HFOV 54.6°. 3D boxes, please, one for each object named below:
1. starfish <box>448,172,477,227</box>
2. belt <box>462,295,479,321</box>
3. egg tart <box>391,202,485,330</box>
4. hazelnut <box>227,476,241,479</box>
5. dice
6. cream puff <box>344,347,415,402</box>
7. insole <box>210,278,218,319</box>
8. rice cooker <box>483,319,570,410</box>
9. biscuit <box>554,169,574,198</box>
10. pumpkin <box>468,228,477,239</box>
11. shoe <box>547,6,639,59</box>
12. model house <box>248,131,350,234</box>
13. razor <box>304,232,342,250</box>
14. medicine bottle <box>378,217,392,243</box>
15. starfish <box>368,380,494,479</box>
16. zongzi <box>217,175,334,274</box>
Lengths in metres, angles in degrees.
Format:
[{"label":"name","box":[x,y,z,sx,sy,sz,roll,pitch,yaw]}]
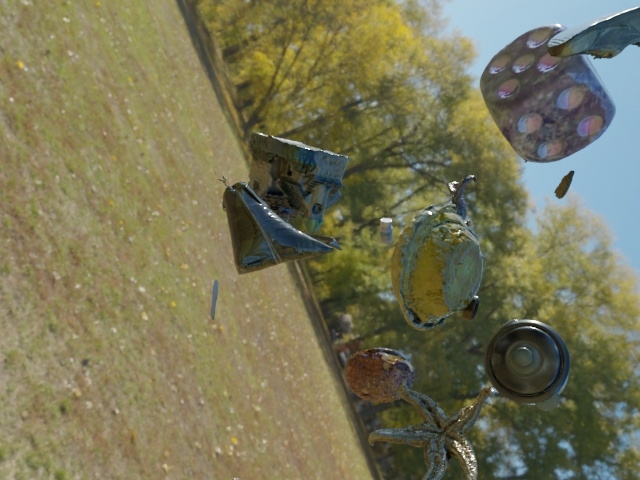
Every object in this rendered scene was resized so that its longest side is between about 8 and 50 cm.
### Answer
[{"label":"starfish","box":[0.560,-0.135,2.502,0.312,0.112,0.303,-68,160,-50]},{"label":"belt","box":[0.476,0.212,1.955,0.059,0.036,0.083,45,62,-58]},{"label":"egg tart","box":[0.361,0.083,1.830,0.168,0.388,0.388,11,-47,43]},{"label":"hazelnut","box":[-0.235,0.703,1.729,0.086,0.086,0.086,158,-90,-89]},{"label":"dice","box":[0.621,-0.399,1.705,0.270,0.271,0.270,37,36,-34]},{"label":"cream puff","box":[0.197,0.449,2.046,0.240,0.239,0.164,69,18,-47]},{"label":"insole","box":[-0.309,0.171,1.807,0.045,0.002,0.135,73,13,-53]},{"label":"rice cooker","box":[0.685,0.411,2.042,0.317,0.264,0.317,58,17,-29]},{"label":"biscuit","box":[0.633,-0.139,1.608,0.082,0.016,0.092,-64,179,41]},{"label":"pumpkin","box":[0.508,0.038,2.260,0.248,0.131,0.126,44,-9,-30]},{"label":"shoe","box":[0.659,-0.472,1.462,0.103,0.274,0.098,-153,-137,-74]},{"label":"model house","box":[-0.087,-0.171,1.928,0.298,0.243,0.285,26,-71,51]},{"label":"razor","box":[0.002,-0.006,2.241,0.066,0.033,0.190,28,-7,-41]},{"label":"medicine bottle","box":[0.244,-0.035,2.312,0.052,0.052,0.089,-115,-158,-64]},{"label":"starfish","box":[0.301,0.472,1.555,0.375,0.327,0.094,36,-26,54]},{"label":"zongzi","box":[-0.112,-0.054,1.530,0.111,0.240,0.248,103,-26,-69]}]
